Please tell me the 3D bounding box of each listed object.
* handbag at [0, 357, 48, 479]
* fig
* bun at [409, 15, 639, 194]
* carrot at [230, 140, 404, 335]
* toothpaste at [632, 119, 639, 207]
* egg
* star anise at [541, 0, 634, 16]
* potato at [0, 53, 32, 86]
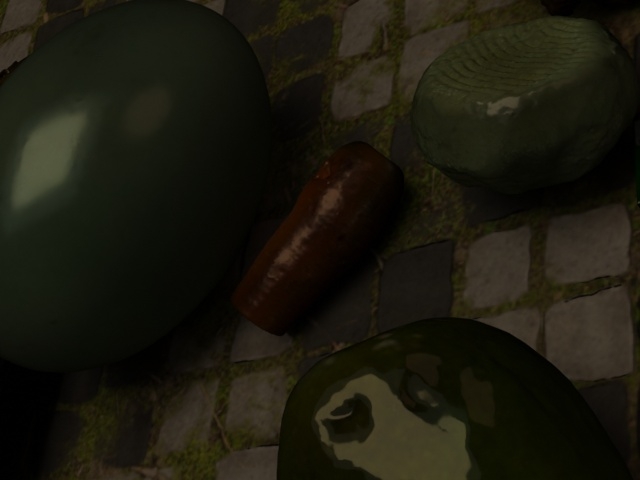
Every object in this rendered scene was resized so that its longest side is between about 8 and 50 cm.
[{"bbox_3d":[-0.426,0.182,1.504,0.342,0.152,0.288,-3,49,36],"label":"handbag"},{"bbox_3d":[0.106,0.208,0.982,0.233,0.233,0.314,-32,67,20],"label":"fig"},{"bbox_3d":[0.175,-0.106,1.192,0.195,0.118,0.195,-18,22,7],"label":"bun"},{"bbox_3d":[0.000,0.000,1.306,0.193,0.087,0.087,-54,42,0],"label":"carrot"},{"bbox_3d":[0.267,-0.061,1.164,0.017,0.020,0.083,-15,53,30],"label":"toothpaste"},{"bbox_3d":[-0.199,-0.055,1.366,0.276,0.276,0.388,20,77,46],"label":"egg"},{"bbox_3d":[0.215,-0.265,1.286,0.196,0.111,0.212,-3,27,18],"label":"star anise"},{"bbox_3d":[-0.349,-0.087,1.618,0.176,0.141,0.298,21,76,55],"label":"potato"}]
